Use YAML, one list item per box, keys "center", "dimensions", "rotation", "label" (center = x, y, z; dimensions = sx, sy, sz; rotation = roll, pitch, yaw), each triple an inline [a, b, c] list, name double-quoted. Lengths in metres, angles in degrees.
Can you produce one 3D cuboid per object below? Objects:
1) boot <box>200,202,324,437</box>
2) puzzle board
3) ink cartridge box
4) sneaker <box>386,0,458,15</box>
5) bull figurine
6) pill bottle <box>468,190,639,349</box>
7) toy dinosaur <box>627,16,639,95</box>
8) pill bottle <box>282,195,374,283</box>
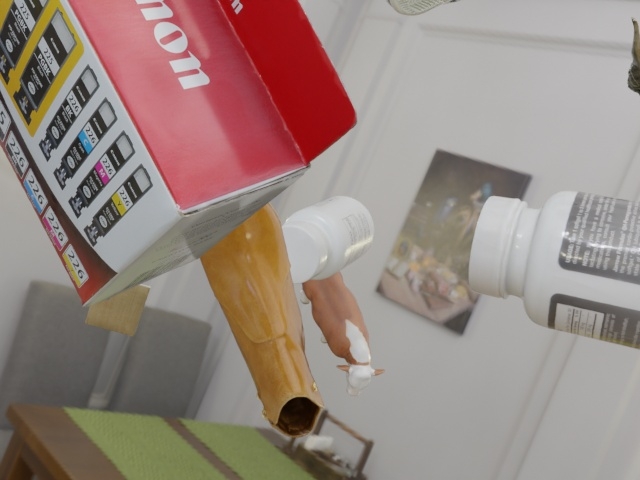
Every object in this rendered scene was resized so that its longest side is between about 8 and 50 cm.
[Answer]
- center: [-0.060, 0.086, 0.802]
  dimensions: [0.295, 0.104, 0.211]
  rotation: [76, -8, -49]
  label: "boot"
- center: [-0.390, 0.123, 1.349]
  dimensions: [0.096, 0.128, 0.011]
  rotation: [18, 30, -13]
  label: "puzzle board"
- center: [-0.155, -0.145, 0.535]
  dimensions: [0.130, 0.309, 0.272]
  rotation: [-26, -5, -42]
  label: "ink cartridge box"
- center: [0.301, -0.592, 1.550]
  dimensions: [0.350, 0.131, 0.148]
  rotation: [-15, 26, -8]
  label: "sneaker"
- center: [0.037, 0.178, 1.521]
  dimensions: [0.101, 0.310, 0.188]
  rotation: [-19, 1, -14]
  label: "bull figurine"
- center: [0.353, 0.035, 0.858]
  dimensions: [0.318, 0.176, 0.176]
  rotation: [12, -3, 23]
  label: "pill bottle"
- center: [0.626, -0.312, 1.316]
  dimensions: [0.118, 0.064, 0.268]
  rotation: [42, 4, 27]
  label: "toy dinosaur"
- center: [0.000, 0.000, 1.272]
  dimensions: [0.131, 0.131, 0.229]
  rotation: [23, 21, 19]
  label: "pill bottle"
